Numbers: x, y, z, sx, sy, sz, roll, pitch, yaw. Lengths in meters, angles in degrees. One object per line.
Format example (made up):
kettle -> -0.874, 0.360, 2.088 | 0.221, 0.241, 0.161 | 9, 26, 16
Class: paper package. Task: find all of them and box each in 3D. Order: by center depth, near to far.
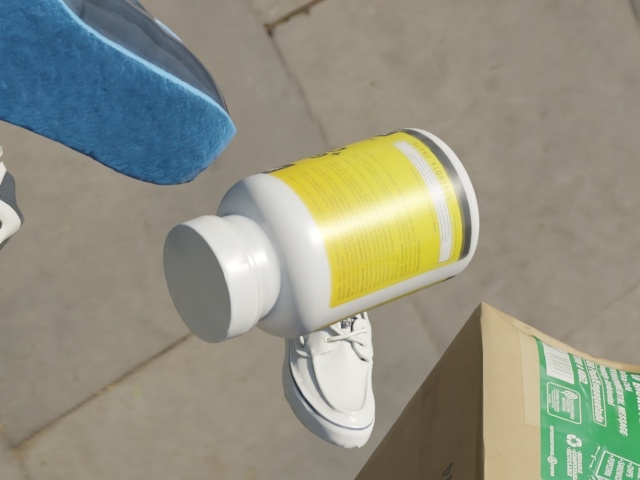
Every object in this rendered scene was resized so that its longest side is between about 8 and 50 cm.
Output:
paper package -> 0.121, 0.267, 1.218 | 0.168, 0.309, 0.325 | 22, 38, -13

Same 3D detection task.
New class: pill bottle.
pill bottle -> 0.000, 0.000, 1.062 | 0.184, 0.103, 0.103 | -19, 93, -33

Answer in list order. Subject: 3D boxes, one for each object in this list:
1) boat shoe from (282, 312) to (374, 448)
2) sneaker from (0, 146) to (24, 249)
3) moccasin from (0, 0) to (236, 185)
boat shoe -> 0.009, 0.104, 1.787 | 0.095, 0.084, 0.258 | 9, 34, -22
sneaker -> -0.316, 0.018, 1.513 | 0.153, 0.094, 0.235 | -29, 123, -67
moccasin -> -0.205, -0.146, 1.137 | 0.137, 0.117, 0.342 | -38, 132, 15
